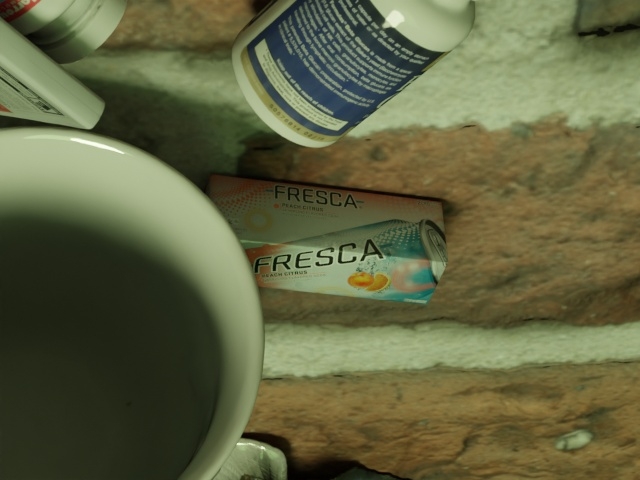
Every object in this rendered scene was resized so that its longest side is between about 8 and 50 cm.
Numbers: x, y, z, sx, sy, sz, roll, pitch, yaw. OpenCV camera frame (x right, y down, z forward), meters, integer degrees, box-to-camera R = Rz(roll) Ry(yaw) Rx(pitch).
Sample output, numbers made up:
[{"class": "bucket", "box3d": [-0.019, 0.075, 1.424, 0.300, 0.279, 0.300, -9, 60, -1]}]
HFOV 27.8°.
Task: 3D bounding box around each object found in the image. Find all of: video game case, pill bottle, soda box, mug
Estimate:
[{"class": "video game case", "box3d": [-0.245, -0.134, 0.746, 0.183, 0.023, 0.201, 12, 160, 46]}, {"class": "pill bottle", "box3d": [-0.184, -0.172, 0.727, 0.087, 0.087, 0.160, -24, 137, 25]}, {"class": "soda box", "box3d": [0.000, 0.000, 0.974, 0.183, 0.063, 0.058, 6, 142, -10]}, {"class": "pill bottle", "box3d": [0.033, -0.136, 0.778, 0.094, 0.094, 0.169, 27, 134, -32]}, {"class": "mug", "box3d": [-0.213, 0.155, 0.913, 0.276, 0.374, 0.328, 14, 155, -10]}]

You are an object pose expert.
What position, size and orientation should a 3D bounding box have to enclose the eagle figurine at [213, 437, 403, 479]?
[{"class": "eagle figurine", "box3d": [-0.009, 0.328, 1.332, 0.226, 0.225, 0.298, 27, -172, 26]}]
